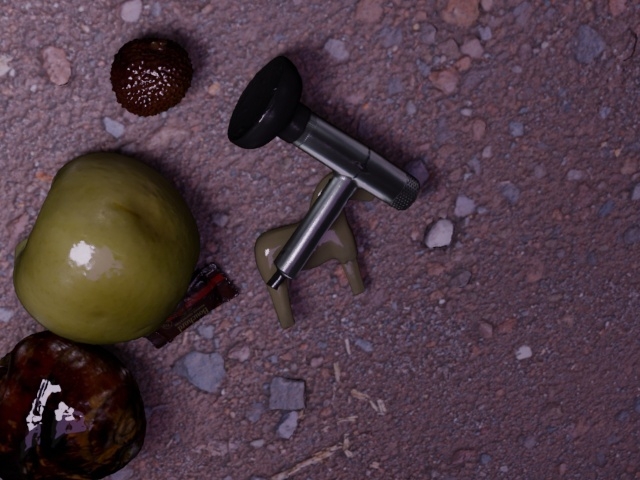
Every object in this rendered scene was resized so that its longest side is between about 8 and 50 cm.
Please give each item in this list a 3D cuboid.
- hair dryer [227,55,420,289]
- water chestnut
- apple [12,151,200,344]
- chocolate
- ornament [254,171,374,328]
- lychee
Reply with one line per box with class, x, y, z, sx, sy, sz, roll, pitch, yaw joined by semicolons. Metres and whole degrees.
hair dryer;-0.031;-0.078;1.668;0.320;0.155;0.284;40;80;-22
water chestnut;-0.425;0.274;1.741;0.289;0.244;0.289;-16;148;-10
apple;-0.328;0.029;1.648;0.258;0.233;0.295;28;107;-17
chocolate;-0.232;0.115;1.818;0.182;0.028;0.086;-34;118;4
ornament;0.000;0.000;1.792;0.230;0.061;0.245;-19;109;-4
lychee;-0.258;-0.248;1.604;0.123;0.123;0.129;24;143;-20
